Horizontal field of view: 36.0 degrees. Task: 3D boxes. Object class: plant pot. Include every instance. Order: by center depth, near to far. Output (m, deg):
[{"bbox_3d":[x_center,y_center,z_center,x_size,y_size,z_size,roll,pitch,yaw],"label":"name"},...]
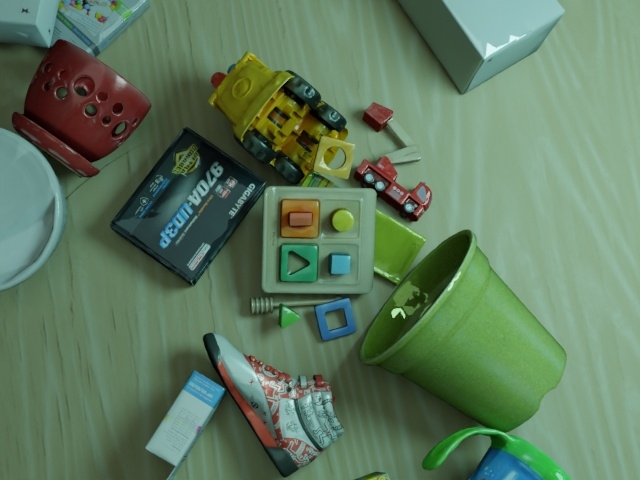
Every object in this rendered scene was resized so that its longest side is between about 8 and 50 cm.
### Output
[{"bbox_3d":[0.245,0.167,1.595,0.254,0.276,0.276,40,78,-7],"label":"plant pot"},{"bbox_3d":[-0.409,-0.216,1.655,0.191,0.191,0.174,36,84,4],"label":"plant pot"}]

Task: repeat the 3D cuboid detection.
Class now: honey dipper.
[{"bbox_3d":[-0.039,0.108,1.689,0.161,0.030,0.030,-2,78,-6],"label":"honey dipper"}]

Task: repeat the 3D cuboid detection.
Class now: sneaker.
[{"bbox_3d":[-0.072,0.240,1.630,0.145,0.090,0.270,-32,85,-10],"label":"sneaker"}]

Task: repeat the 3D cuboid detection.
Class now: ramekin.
[{"bbox_3d":[-0.544,-0.048,1.621,0.273,0.127,0.273,0,89,1],"label":"ramekin"}]

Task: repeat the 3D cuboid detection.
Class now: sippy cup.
[{"bbox_3d":[0.278,0.458,1.518,0.224,0.240,0.305,-35,58,-18],"label":"sippy cup"}]

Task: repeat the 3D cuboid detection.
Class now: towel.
[{"bbox_3d":[0.057,-0.020,1.695,0.237,0.021,0.102,30,99,-6],"label":"towel"}]

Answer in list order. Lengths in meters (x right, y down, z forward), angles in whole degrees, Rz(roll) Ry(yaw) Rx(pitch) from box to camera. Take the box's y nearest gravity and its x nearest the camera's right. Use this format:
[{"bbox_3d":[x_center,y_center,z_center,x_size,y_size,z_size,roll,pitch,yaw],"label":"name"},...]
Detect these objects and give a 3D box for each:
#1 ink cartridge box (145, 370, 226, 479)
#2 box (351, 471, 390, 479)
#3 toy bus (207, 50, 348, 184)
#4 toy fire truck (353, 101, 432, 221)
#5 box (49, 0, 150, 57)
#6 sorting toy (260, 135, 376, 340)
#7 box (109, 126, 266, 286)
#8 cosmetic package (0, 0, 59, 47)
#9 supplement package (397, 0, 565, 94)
[{"bbox_3d":[-0.226,0.305,1.597,0.061,0.104,0.181,31,78,3],"label":"ink cartridge box"},{"bbox_3d":[0.006,0.539,1.527,0.290,0.177,0.279,-19,79,-7],"label":"box"},{"bbox_3d":[-0.088,-0.221,1.692,0.149,0.220,0.211,-52,53,3],"label":"toy bus"},{"bbox_3d":[0.131,-0.138,1.742,0.192,0.047,0.135,37,77,4],"label":"toy fire truck"},{"bbox_3d":[-0.423,-0.413,1.770,0.145,0.038,0.186,43,78,6],"label":"box"},{"bbox_3d":[0.000,0.000,1.646,0.196,0.047,0.347,0,97,-11],"label":"sorting toy"},{"bbox_3d":[-0.227,-0.059,1.700,0.175,0.051,0.220,35,78,4],"label":"box"},{"bbox_3d":[-0.590,-0.539,1.736,0.284,0.097,0.377,6,74,0],"label":"cosmetic package"},{"bbox_3d":[0.258,-0.443,1.748,0.177,0.175,0.293,-31,82,-11],"label":"supplement package"}]
